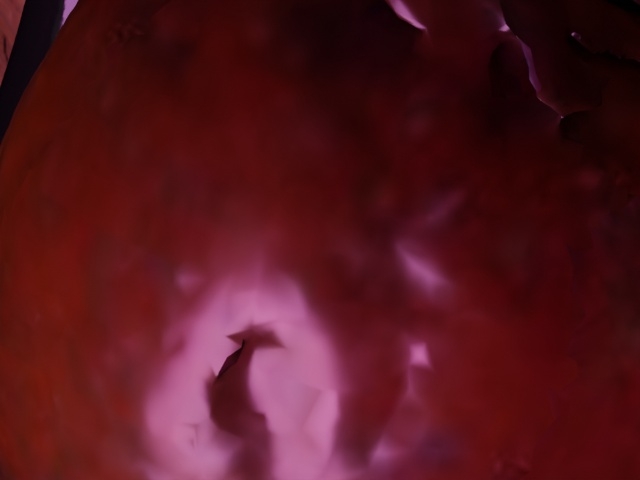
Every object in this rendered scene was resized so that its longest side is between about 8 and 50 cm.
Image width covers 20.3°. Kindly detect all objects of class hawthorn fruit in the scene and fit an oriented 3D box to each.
[{"bbox_3d":[0.032,-0.021,0.549,0.276,0.276,0.307,34,130,23],"label":"hawthorn fruit"}]

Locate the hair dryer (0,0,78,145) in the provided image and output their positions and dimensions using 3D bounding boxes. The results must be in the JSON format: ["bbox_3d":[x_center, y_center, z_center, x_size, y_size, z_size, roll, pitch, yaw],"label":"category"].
[{"bbox_3d":[0.000,0.000,0.784,0.359,0.120,0.304,28,129,13],"label":"hair dryer"}]
